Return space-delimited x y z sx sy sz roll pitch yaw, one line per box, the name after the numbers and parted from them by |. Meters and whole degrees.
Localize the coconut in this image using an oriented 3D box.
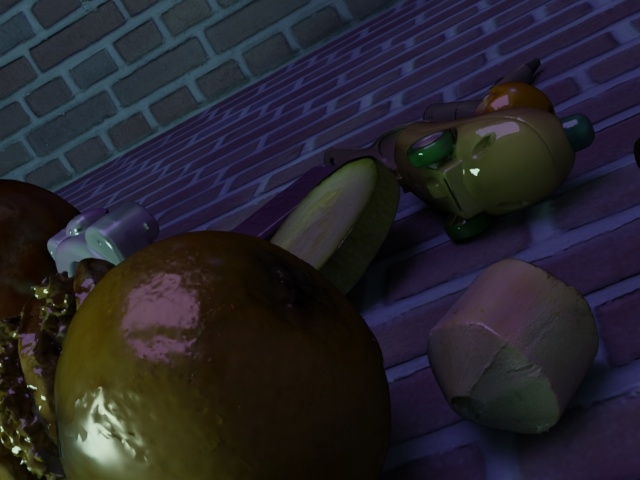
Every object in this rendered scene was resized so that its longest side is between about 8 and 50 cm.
0.142 0.088 0.607 0.122 0.116 0.116 -45 24 -27 | coconut

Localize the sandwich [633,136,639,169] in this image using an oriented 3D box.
0.401 -0.070 0.620 0.292 0.109 0.212 -10 22 41 | sandwich

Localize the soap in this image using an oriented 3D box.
-0.043 -0.034 1.226 0.203 0.065 0.122 -40 21 -21 | soap

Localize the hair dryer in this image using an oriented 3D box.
0.298 -0.228 1.236 0.220 0.053 0.195 -31 20 -20 | hair dryer

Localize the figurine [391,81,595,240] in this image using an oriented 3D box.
0.202 -0.120 0.995 0.222 0.124 0.324 -33 16 -5 | figurine

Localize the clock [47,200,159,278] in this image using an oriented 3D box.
-0.265 0.061 1.080 0.090 0.227 0.248 -41 24 -31 | clock

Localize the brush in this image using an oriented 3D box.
0.111 -0.144 1.289 0.067 0.071 0.313 -17 6 -33 | brush

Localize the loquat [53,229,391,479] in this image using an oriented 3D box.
-0.071 0.120 0.622 0.263 0.263 0.263 -27 20 11 | loquat

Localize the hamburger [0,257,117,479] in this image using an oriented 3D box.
-0.237 0.153 0.813 0.211 0.245 0.260 -31 28 2 | hamburger

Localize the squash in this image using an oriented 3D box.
0.000 0.000 1.007 0.252 0.049 0.252 -44 19 20 | squash

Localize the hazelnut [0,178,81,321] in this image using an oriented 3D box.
-0.566 0.068 1.376 0.366 0.365 0.365 -27 20 11 | hazelnut
